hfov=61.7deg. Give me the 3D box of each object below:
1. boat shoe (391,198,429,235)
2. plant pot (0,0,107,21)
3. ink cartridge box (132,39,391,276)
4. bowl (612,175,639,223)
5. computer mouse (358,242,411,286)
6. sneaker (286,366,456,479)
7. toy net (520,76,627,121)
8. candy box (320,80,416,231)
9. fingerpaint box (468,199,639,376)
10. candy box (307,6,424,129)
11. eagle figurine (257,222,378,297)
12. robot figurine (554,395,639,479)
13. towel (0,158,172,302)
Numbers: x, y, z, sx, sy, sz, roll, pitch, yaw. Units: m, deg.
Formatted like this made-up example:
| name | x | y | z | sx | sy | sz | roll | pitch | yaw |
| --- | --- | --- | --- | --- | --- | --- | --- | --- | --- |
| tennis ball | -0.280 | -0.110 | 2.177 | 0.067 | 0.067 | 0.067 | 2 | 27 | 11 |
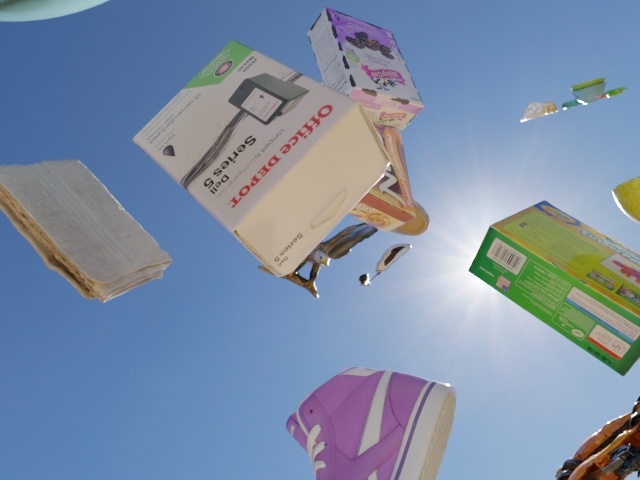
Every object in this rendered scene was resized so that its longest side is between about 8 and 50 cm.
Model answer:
| name | x | y | z | sx | sy | sz | roll | pitch | yaw |
| --- | --- | --- | --- | --- | --- | --- | --- | --- | --- |
| boat shoe | 0.156 | -0.087 | 1.334 | 0.302 | 0.098 | 0.109 | 30 | -78 | -21 |
| plant pot | -0.387 | -0.364 | 0.594 | 0.195 | 0.290 | 0.290 | -38 | -52 | -8 |
| ink cartridge box | -0.081 | -0.114 | 0.675 | 0.198 | 0.273 | 0.115 | -47 | -40 | -6 |
| bowl | 0.923 | -0.094 | 1.372 | 0.289 | 0.156 | 0.289 | -9 | -10 | -2 |
| computer mouse | 0.188 | 0.065 | 1.598 | 0.193 | 0.042 | 0.106 | -42 | -16 | 7 |
| sneaker | 0.019 | 0.249 | 0.528 | 0.160 | 0.282 | 0.102 | 10 | -47 | 26 |
| toy net | 0.549 | -0.316 | 1.201 | 0.122 | 0.232 | 0.045 | -20 | -83 | -24 |
| candy box | 0.095 | -0.194 | 1.136 | 0.182 | 0.317 | 0.087 | 21 | -36 | -39 |
| fingerpaint box | 0.685 | 0.099 | 1.427 | 0.371 | 0.444 | 0.163 | -20 | -43 | -45 |
| candy box | 0.081 | -0.310 | 0.977 | 0.164 | 0.196 | 0.070 | 4 | -32 | -35 |
| eagle figurine | 0.006 | 0.005 | 1.512 | 0.226 | 0.225 | 0.298 | 17 | -75 | -52 |
| robot figurine | 0.458 | 0.328 | 0.808 | 0.211 | 0.085 | 0.291 | -17 | -35 | -55 |
| towel | -0.393 | -0.025 | 0.888 | 0.282 | 0.187 | 0.049 | 46 | -65 | 7 |
